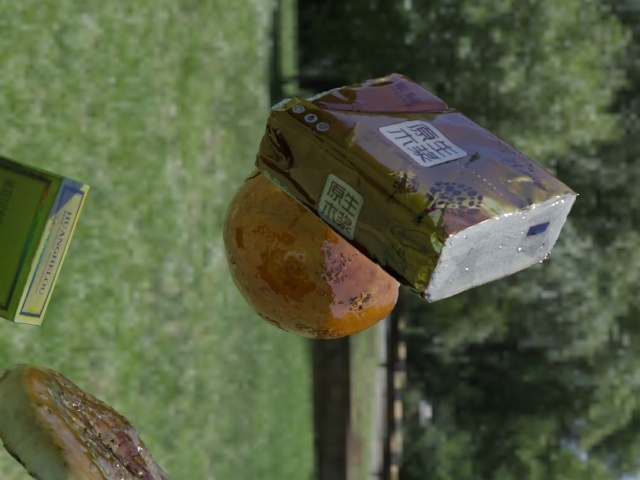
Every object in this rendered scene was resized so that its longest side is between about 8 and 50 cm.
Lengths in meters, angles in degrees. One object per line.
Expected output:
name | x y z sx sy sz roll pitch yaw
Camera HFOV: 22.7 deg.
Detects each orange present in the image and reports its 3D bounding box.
orange | 0.000 0.000 1.930 0.240 0.240 0.240 -1 90 -89

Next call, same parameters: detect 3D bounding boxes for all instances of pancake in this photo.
pancake | -0.192 0.266 1.636 0.387 0.082 0.387 48 0 0

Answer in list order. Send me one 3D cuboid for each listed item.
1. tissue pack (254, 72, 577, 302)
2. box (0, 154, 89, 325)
tissue pack | 0.079 -0.051 1.393 0.226 0.183 0.092 41 -52 31
box | -0.341 -0.022 1.472 0.141 0.220 0.064 -70 162 0
